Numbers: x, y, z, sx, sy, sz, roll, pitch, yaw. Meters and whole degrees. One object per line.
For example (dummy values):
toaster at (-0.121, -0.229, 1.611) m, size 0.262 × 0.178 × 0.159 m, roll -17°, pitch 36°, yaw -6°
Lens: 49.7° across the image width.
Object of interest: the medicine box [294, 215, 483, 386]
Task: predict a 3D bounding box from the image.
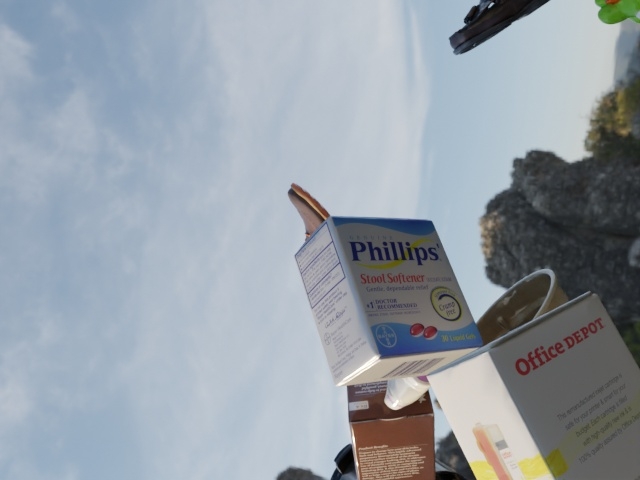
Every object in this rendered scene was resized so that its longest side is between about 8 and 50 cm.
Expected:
medicine box at (0.127, 0.111, 1.331) m, size 0.263 × 0.149 × 0.289 m, roll 0°, pitch -121°, yaw -34°

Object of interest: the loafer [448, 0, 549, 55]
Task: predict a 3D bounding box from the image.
loafer at (0.367, -0.483, 1.429) m, size 0.302 × 0.109 × 0.095 m, roll -34°, pitch -84°, yaw -22°

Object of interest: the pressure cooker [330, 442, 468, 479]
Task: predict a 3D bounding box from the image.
pressure cooker at (0.225, 0.779, 2.010) m, size 0.375 × 0.420 × 0.370 m, roll 1°, pitch -83°, yaw -28°

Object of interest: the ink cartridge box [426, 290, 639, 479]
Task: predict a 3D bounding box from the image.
ink cartridge box at (0.375, 0.306, 1.026) m, size 0.279 × 0.160 × 0.384 m, roll -17°, pitch -104°, yaw -36°

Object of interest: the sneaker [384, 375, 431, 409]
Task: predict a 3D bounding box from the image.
sneaker at (0.208, 0.260, 1.544) m, size 0.152 × 0.114 × 0.305 m, roll -57°, pitch -6°, yaw 28°

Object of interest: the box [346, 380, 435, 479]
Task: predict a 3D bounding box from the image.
box at (0.172, 0.498, 1.657) m, size 0.143 × 0.191 × 0.381 m, roll -94°, pitch -3°, yaw -52°

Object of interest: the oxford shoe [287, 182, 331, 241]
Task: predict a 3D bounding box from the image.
oxford shoe at (0.000, 0.000, 1.485) m, size 0.271 × 0.098 × 0.097 m, roll 54°, pitch -179°, yaw -12°

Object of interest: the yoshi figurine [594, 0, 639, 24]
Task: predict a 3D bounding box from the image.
yoshi figurine at (0.779, -0.554, 1.463) m, size 0.203 × 0.362 × 0.203 m, roll 33°, pitch -119°, yaw -40°

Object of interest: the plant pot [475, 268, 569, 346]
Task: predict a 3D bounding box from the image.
plant pot at (0.501, 0.286, 1.511) m, size 0.334 × 0.305 × 0.334 m, roll -49°, pitch 1°, yaw 1°
